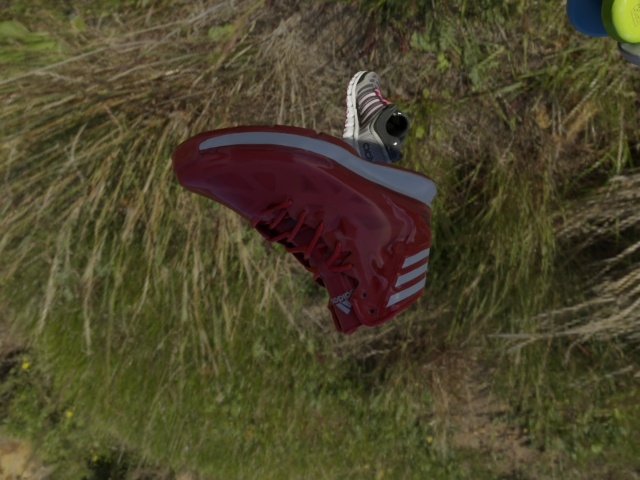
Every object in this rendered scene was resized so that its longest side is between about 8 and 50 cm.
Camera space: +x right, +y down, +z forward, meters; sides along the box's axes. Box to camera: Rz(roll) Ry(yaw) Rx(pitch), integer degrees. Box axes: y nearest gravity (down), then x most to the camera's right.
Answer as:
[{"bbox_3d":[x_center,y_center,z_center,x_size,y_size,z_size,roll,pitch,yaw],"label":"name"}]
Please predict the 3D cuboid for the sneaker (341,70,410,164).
[{"bbox_3d":[0.070,-0.143,0.761,0.074,0.170,0.063,-6,136,15],"label":"sneaker"}]

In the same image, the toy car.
[{"bbox_3d":[0.336,-0.287,0.687,0.136,0.182,0.159,22,159,51],"label":"toy car"}]

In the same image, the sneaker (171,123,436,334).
[{"bbox_3d":[0.000,0.000,0.462,0.221,0.128,0.087,8,163,-29],"label":"sneaker"}]
